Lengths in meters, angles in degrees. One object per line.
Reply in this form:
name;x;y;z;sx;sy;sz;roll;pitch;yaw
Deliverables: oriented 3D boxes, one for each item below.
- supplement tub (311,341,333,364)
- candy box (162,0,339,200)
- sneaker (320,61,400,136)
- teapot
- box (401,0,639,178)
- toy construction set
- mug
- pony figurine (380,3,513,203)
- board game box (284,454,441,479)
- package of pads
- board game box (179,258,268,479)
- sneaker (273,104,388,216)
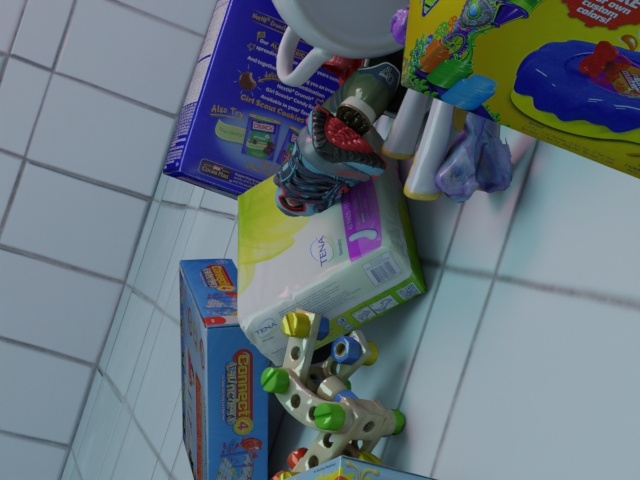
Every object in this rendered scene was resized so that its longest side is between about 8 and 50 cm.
supplement tub;-0.026;0.074;1.545;0.106;0.106;0.198;-60;22;30
candy box;-0.059;-0.208;1.649;0.122;0.268;0.317;6;77;67
sneaker;0.051;-0.175;1.379;0.086;0.064;0.192;-53;9;-8
teapot;0.034;-0.346;1.354;0.187;0.256;0.253;-132;19;-64
box;0.250;-0.190;0.732;0.279;0.290;0.177;137;146;-56
toy construction set;-0.020;0.263;1.282;0.215;0.151;0.328;49;130;40
mug;0.077;-0.234;1.498;0.113;0.150;0.169;-48;14;-4
pony figurine;0.156;-0.229;1.140;0.351;0.302;0.364;-102;19;-71
board game box;0.033;0.365;1.047;0.144;0.142;0.275;-40;36;57
package of pads;0.000;0.000;1.414;0.229;0.101;0.296;-30;34;17
board game box;-0.147;0.215;1.627;0.302;0.086;0.308;-130;40;-68
sneaker;0.004;-0.072;1.270;0.125;0.104;0.262;-51;-2;3
